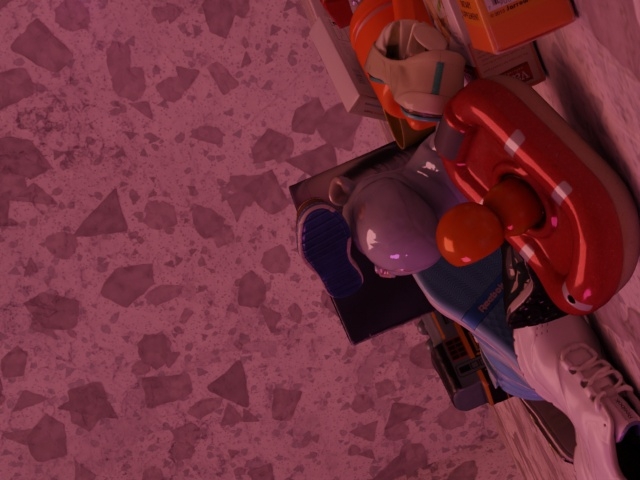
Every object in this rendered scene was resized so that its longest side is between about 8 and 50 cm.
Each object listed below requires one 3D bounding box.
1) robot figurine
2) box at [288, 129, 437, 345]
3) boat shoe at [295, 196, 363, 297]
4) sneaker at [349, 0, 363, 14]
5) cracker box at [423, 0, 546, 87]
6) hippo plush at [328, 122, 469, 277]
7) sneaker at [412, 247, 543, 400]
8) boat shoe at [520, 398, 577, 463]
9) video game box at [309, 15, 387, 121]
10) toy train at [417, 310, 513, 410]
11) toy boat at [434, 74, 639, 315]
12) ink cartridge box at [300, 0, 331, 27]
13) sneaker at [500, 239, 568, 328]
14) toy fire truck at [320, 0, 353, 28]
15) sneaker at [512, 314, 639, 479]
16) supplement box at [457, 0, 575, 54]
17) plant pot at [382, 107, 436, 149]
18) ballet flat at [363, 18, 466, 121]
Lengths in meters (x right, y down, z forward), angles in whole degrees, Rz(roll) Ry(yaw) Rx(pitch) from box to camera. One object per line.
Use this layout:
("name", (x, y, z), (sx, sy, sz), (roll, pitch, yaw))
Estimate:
("robot figurine", (0.116, -0.253, 1.560), (0.158, 0.128, 0.219), (20, -142, -49))
("box", (0.127, -0.024, 1.757), (0.296, 0.294, 0.182), (-113, -1, -69))
("boat shoe", (0.000, 0.000, 1.399), (0.183, 0.066, 0.066), (72, 172, -54))
("sneaker", (0.106, -0.342, 1.778), (0.122, 0.110, 0.283), (53, -179, 31))
("cracker box", (0.137, -0.260, 1.161), (0.156, 0.067, 0.232), (-110, -4, -75))
("hippo plush", (0.126, -0.083, 1.406), (0.294, 0.237, 0.234), (-111, -3, -73))
("sneaker", (0.227, 0.102, 1.600), (0.319, 0.127, 0.208), (48, 170, 16))
("boat shoe", (0.372, 0.266, 1.919), (0.068, 0.081, 0.227), (74, 171, -65))
("video game box", (0.095, -0.276, 1.936), (0.048, 0.187, 0.205), (-56, 42, 36))
("toy train", (0.246, 0.114, 1.891), (0.142, 0.190, 0.334), (66, -179, -60))
("toy boat", (0.169, -0.025, 1.043), (0.231, 0.151, 0.151), (49, 158, 19))
("ink cartridge box", (0.038, -0.448, 2.221), (0.306, 0.131, 0.226), (-116, 3, -77))
("sneaker", (0.243, -0.003, 1.271), (0.283, 0.107, 0.124), (85, 169, -63))
("toy fire truck", (0.043, -0.405, 1.613), (0.047, 0.135, 0.192), (-112, -2, -62))
("sneaker", (0.332, 0.186, 1.395), (0.297, 0.111, 0.129), (63, 164, 12))
("supplement box", (0.123, -0.271, 0.932), (0.078, 0.080, 0.233), (-119, 7, -75))
("plant pot", (0.148, -0.215, 1.764), (0.134, 0.095, 0.134), (162, 90, -87))
("ballet flat", (0.098, -0.188, 1.205), (0.248, 0.086, 0.086), (-117, 3, -68))
